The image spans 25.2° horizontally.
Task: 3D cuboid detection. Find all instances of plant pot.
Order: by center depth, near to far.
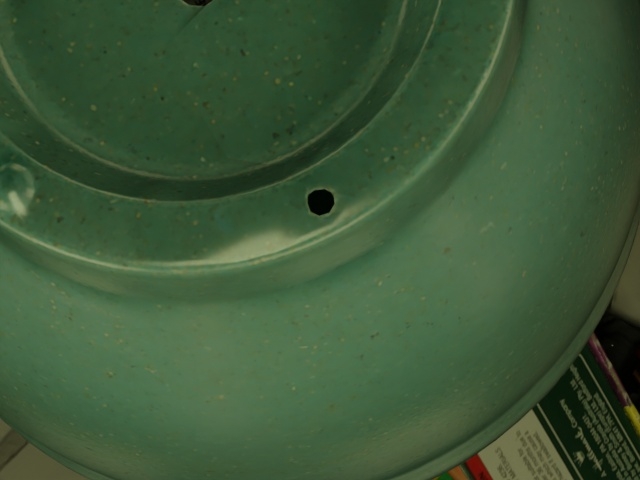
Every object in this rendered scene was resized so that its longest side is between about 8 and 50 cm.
[{"bbox_3d":[-0.028,-0.058,0.460,0.293,0.293,0.196,40,174,9],"label":"plant pot"}]

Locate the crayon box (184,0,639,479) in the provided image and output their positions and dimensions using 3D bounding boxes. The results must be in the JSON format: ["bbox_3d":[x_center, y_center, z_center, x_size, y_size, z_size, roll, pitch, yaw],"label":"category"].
[{"bbox_3d":[0.000,0.000,0.814,0.363,0.106,0.313,59,163,-12],"label":"crayon box"}]

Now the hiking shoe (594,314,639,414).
[{"bbox_3d":[0.216,0.098,0.778,0.114,0.086,0.227,37,171,-20],"label":"hiking shoe"}]
